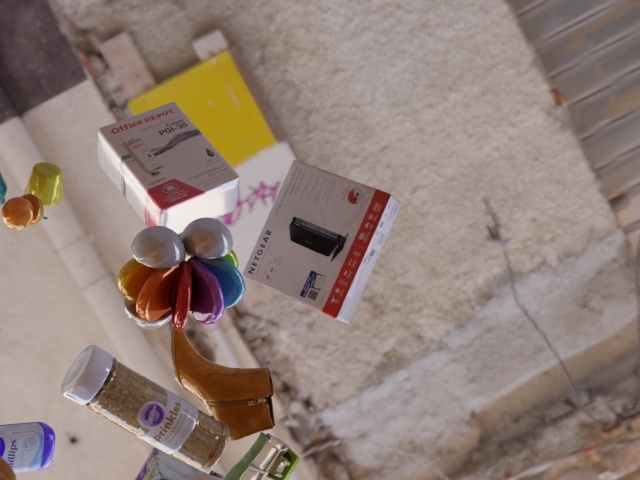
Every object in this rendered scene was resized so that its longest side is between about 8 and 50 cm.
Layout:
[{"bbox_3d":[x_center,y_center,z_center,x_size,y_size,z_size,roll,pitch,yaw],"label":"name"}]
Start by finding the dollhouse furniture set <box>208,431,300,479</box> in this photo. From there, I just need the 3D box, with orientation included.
[{"bbox_3d":[-0.189,0.532,2.253,0.197,0.151,0.301,-56,157,-10],"label":"dollhouse furniture set"}]

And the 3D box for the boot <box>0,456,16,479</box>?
[{"bbox_3d":[-0.556,0.465,1.565,0.109,0.283,0.220,-46,-172,11],"label":"boot"}]

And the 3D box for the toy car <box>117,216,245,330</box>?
[{"bbox_3d":[-0.188,0.064,1.340,0.182,0.159,0.136,-11,-139,-32],"label":"toy car"}]

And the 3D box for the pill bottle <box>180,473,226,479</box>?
[{"bbox_3d":[-0.161,0.405,1.307,0.136,0.136,0.246,-32,158,-20],"label":"pill bottle"}]

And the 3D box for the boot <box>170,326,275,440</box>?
[{"bbox_3d":[-0.222,0.317,2.200,0.211,0.295,0.104,-16,172,3],"label":"boot"}]

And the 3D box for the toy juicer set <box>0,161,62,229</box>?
[{"bbox_3d":[-0.634,-0.086,1.667,0.209,0.329,0.089,-91,-162,-55],"label":"toy juicer set"}]

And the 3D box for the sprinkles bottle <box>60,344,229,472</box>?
[{"bbox_3d":[-0.361,0.354,1.971,0.121,0.355,0.121,-43,-156,25],"label":"sprinkles bottle"}]

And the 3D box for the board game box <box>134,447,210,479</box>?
[{"bbox_3d":[-0.293,0.525,1.620,0.275,0.142,0.144,-59,-163,0],"label":"board game box"}]

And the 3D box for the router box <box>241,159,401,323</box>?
[{"bbox_3d":[0.000,0.000,2.388,0.082,0.301,0.335,30,83,-61],"label":"router box"}]

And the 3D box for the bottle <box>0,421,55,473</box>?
[{"bbox_3d":[-0.773,0.496,2.229,0.283,0.118,0.092,4,-170,-42],"label":"bottle"}]

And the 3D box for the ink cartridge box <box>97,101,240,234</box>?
[{"bbox_3d":[-0.345,-0.160,2.119,0.207,0.283,0.117,-26,150,-29],"label":"ink cartridge box"}]
